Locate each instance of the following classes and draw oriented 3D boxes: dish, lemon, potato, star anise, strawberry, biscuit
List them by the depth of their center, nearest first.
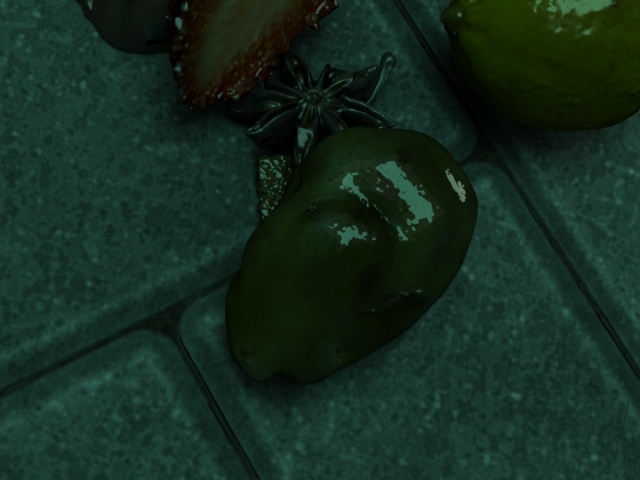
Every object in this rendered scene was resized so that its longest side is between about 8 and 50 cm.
[{"bbox_3d":[0.028,0.022,1.428,0.218,0.202,0.351,39,80,-10],"label":"potato"},{"bbox_3d":[-0.112,-0.320,1.523,0.306,0.233,0.138,-47,44,-11],"label":"strawberry"},{"bbox_3d":[-0.011,0.004,1.540,0.131,0.026,0.236,-1,71,-11],"label":"biscuit"},{"bbox_3d":[0.003,-0.165,1.570,0.231,0.089,0.209,-10,57,-16],"label":"star anise"},{"bbox_3d":[0.307,-0.273,1.591,0.322,0.268,0.268,11,68,-8],"label":"lemon"},{"bbox_3d":[-0.218,-0.353,1.594,0.213,0.090,0.213,4,69,-11],"label":"dish"}]
